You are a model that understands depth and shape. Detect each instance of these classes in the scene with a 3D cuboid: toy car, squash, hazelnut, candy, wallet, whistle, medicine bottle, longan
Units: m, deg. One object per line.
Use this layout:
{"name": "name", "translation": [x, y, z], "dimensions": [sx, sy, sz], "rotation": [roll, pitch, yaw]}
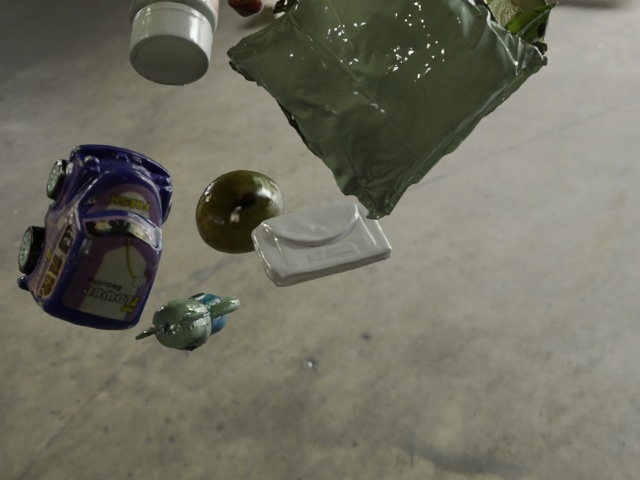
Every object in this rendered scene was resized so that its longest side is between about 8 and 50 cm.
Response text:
{"name": "toy car", "translation": [-0.279, 0.002, 1.292], "dimensions": [0.172, 0.235, 0.158], "rotation": [14, 16, -30]}
{"name": "squash", "translation": [0.423, -0.482, 2.219], "dimensions": [0.220, 0.220, 0.133], "rotation": [-26, 29, -12]}
{"name": "hazelnut", "translation": [-0.161, -0.531, 2.171], "dimensions": [0.086, 0.086, 0.086], "rotation": [-11, 36, 8]}
{"name": "candy", "translation": [0.372, -0.384, 1.880], "dimensions": [0.149, 0.069, 0.246], "rotation": [-44, -1, -1]}
{"name": "wallet", "translation": [0.000, 0.000, 1.415], "dimensions": [0.183, 0.032, 0.124], "rotation": [-13, 49, -15]}
{"name": "whistle", "translation": [-0.176, 0.113, 1.441], "dimensions": [0.114, 0.077, 0.235], "rotation": [-21, -1, 17]}
{"name": "medicine bottle", "translation": [-0.233, -0.383, 1.588], "dimensions": [0.144, 0.144, 0.252], "rotation": [-5, 60, 16]}
{"name": "longan", "translation": [-0.141, -0.048, 1.728], "dimensions": [0.154, 0.145, 0.176], "rotation": [1, -2, -12]}

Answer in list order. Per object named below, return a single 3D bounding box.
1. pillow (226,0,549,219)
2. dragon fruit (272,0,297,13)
{"name": "pillow", "translation": [0.078, -0.216, 1.186], "dimensions": [0.310, 0.283, 0.138], "rotation": [-42, 11, 20]}
{"name": "dragon fruit", "translation": [-0.025, -0.417, 1.322], "dimensions": [0.137, 0.236, 0.135], "rotation": [32, 12, 29]}
